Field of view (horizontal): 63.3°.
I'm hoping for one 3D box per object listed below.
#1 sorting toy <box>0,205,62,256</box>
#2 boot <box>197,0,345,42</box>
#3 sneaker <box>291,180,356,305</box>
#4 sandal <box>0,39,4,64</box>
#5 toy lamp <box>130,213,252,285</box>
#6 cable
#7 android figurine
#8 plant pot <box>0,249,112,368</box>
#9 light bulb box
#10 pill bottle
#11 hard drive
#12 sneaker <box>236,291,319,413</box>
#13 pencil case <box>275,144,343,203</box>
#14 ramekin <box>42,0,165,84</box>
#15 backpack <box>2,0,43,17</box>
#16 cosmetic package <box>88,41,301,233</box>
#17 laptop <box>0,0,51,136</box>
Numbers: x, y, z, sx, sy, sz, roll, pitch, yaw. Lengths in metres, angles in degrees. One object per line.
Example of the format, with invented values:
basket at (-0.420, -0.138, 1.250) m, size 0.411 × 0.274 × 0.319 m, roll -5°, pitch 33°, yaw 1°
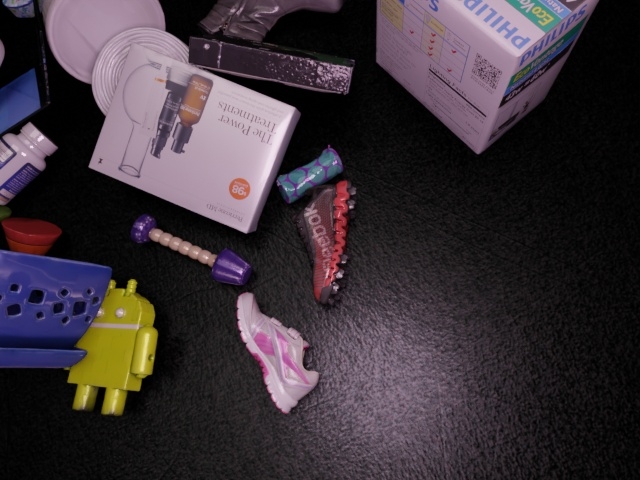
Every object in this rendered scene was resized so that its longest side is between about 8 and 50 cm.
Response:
sorting toy at (-0.771, -0.015, 1.192) m, size 0.365 × 0.127 × 0.126 m, roll 19°, pitch 102°, yaw 12°
boot at (-0.121, -0.555, 1.294) m, size 0.338 × 0.118 × 0.223 m, roll 18°, pitch 82°, yaw 18°
sneaker at (0.000, 0.000, 1.099) m, size 0.135 × 0.098 × 0.276 m, roll 4°, pitch 71°, yaw 7°
sandal at (-0.882, -0.316, 1.274) m, size 0.169 × 0.102 × 0.416 m, roll 43°, pitch 100°, yaw 17°
toy lamp at (-0.277, 0.022, 1.130) m, size 0.274 × 0.080 × 0.080 m, roll 25°, pitch 76°, yaw 13°
cable at (-0.397, -0.360, 1.213) m, size 0.257 × 0.089 × 0.257 m, roll 42°, pitch 93°, yaw -8°
android figurine at (-0.432, 0.214, 1.068) m, size 0.248 × 0.056 × 0.273 m, roll -1°, pitch 73°, yaw 27°
plant pot at (-0.586, 0.132, 1.017) m, size 0.235 × 0.236 × 0.212 m, roll 1°, pitch 80°, yaw 36°
light bulb box at (0.309, -0.434, 1.067) m, size 0.225 × 0.361 × 0.358 m, roll -40°, pitch 74°, yaw -7°
pill bottle at (-0.719, -0.184, 1.219) m, size 0.112 × 0.112 × 0.187 m, roll 41°, pitch 80°, yaw 16°
hard drive at (-0.094, -0.395, 1.151) m, size 0.338 × 0.237 × 0.064 m, roll 10°, pitch 113°, yaw -1°
sneaker at (-0.085, 0.211, 1.046) m, size 0.111 × 0.103 × 0.252 m, roll -28°, pitch 78°, yaw -8°
pencil case at (-0.026, -0.148, 1.165) m, size 0.151 × 0.064 × 0.070 m, roll -30°, pitch 74°, yaw -5°
ramekin at (-0.522, -0.518, 1.233) m, size 0.273 × 0.273 × 0.127 m, roll -40°, pitch 60°, yaw -7°
backpack at (-0.800, -0.666, 1.394) m, size 0.104 × 0.084 × 0.115 m, roll -1°, pitch 75°, yaw 8°
cosmetic package at (-0.269, -0.217, 1.123) m, size 0.377 × 0.097 × 0.285 m, roll 22°, pitch 98°, yaw 3°
laptop at (-0.723, -0.412, 1.227) m, size 0.136 × 0.265 × 0.234 m, roll -8°, pitch 44°, yaw -28°
